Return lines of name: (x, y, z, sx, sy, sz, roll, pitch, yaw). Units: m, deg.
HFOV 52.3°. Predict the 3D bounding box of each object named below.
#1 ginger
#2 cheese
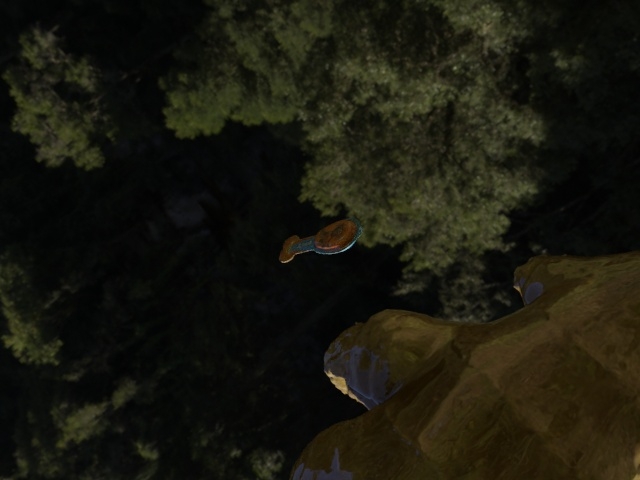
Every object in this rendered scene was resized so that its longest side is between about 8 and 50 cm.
ginger: (0.132, 0.119, 0.452, 0.236, 0.375, 0.166, 5, 121, 51)
cheese: (0.000, 0.001, 0.721, 0.017, 0.111, 0.047, 50, -140, -33)
